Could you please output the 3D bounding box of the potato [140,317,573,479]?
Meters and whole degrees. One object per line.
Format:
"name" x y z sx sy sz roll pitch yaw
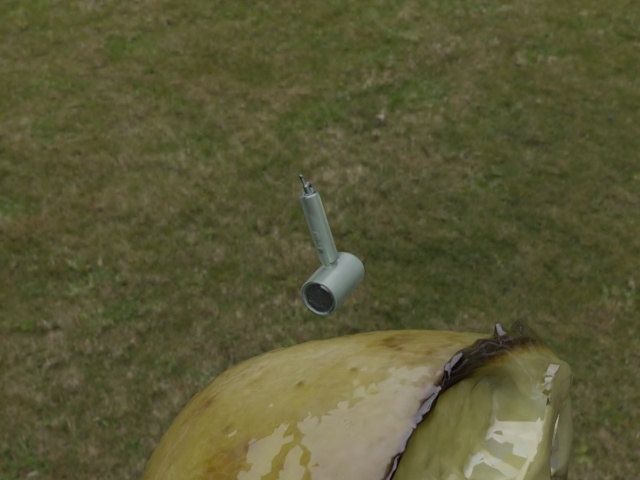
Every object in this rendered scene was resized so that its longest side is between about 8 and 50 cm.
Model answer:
"potato" -0.001 0.168 0.469 0.243 0.242 0.285 11 75 12

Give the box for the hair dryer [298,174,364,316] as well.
"hair dryer" 0.000 0.000 0.802 0.038 0.124 0.063 -4 24 31
